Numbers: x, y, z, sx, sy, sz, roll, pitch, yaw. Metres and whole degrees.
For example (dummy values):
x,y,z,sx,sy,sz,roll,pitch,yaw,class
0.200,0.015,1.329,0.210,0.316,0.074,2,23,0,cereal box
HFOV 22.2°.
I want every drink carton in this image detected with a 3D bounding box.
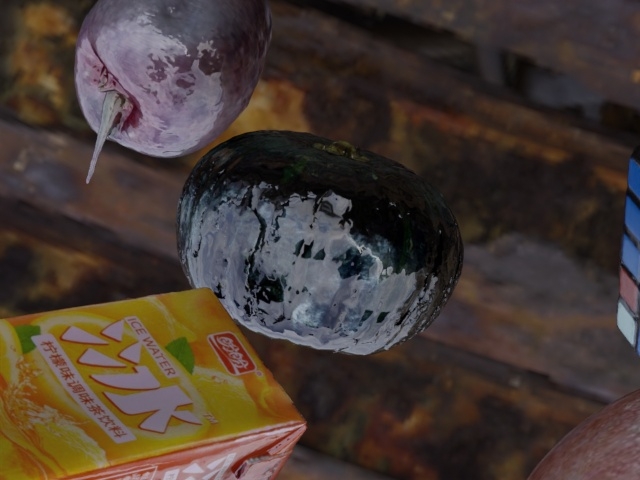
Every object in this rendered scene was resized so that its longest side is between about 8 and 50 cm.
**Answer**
x,y,z,sx,sy,sz,roll,pitch,yaw,class
-0.124,0.087,0.729,0.223,0.096,0.071,-8,139,-41,drink carton

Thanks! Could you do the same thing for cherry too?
x,y,z,sx,sy,sz,roll,pitch,yaw,class
-0.153,-0.188,1.675,0.183,0.266,0.213,43,146,-5,cherry

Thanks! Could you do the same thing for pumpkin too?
x,y,z,sx,sy,sz,roll,pitch,yaw,class
0.000,0.000,1.297,0.233,0.163,0.233,14,-175,-1,pumpkin

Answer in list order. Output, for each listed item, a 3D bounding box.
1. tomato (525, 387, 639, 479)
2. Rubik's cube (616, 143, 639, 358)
x,y,z,sx,sy,sz,roll,pitch,yaw,class
0.188,0.193,0.748,0.227,0.270,0.270,6,161,-30,tomato
0.332,0.028,1.154,0.187,0.182,0.184,-17,133,-12,Rubik's cube
